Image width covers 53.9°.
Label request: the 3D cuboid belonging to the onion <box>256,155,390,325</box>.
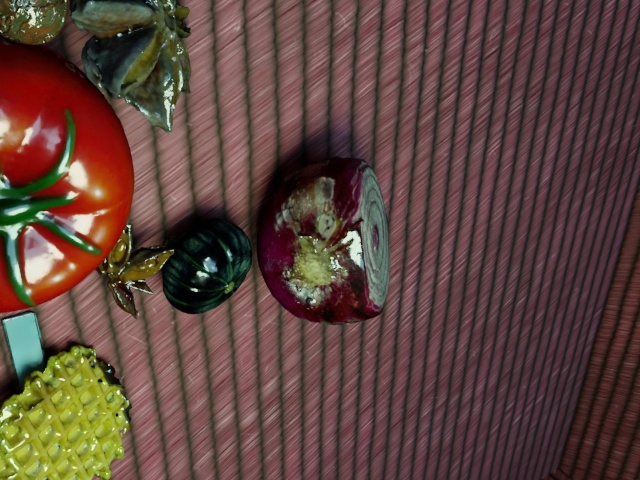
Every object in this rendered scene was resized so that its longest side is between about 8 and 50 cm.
[{"bbox_3d":[0.000,0.000,1.264,0.282,0.260,0.336,-57,139,-56],"label":"onion"}]

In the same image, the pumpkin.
[{"bbox_3d":[-0.213,0.051,1.196,0.194,0.150,0.194,-20,135,-22],"label":"pumpkin"}]

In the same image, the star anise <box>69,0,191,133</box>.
[{"bbox_3d":[-0.267,-0.319,0.897,0.118,0.331,0.331,-4,124,6],"label":"star anise"}]

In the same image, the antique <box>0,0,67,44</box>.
[{"bbox_3d":[-0.353,-0.285,0.754,0.104,0.104,0.104,-18,124,-29],"label":"antique"}]

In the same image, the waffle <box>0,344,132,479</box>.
[{"bbox_3d":[-0.468,0.357,1.179,0.312,0.060,0.307,48,61,-55],"label":"waffle"}]

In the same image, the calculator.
[{"bbox_3d":[-0.525,0.205,1.131,0.057,0.018,0.172,-18,124,-31],"label":"calculator"}]

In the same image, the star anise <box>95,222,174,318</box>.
[{"bbox_3d":[-0.341,0.035,1.105,0.157,0.053,0.212,-29,108,19],"label":"star anise"}]

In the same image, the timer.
[{"bbox_3d":[-0.449,-0.089,0.848,0.378,0.279,0.378,-19,127,-27],"label":"timer"}]
